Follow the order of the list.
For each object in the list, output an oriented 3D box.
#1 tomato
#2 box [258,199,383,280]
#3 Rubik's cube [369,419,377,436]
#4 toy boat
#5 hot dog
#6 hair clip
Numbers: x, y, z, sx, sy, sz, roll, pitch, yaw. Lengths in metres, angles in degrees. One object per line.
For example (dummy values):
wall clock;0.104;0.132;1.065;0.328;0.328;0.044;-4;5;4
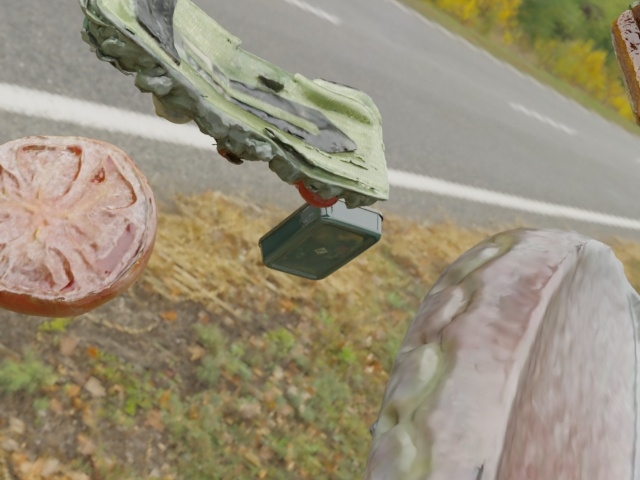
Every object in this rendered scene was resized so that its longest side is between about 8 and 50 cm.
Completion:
tomato;-0.302;-0.007;1.126;0.237;0.236;0.095;42;-25;19
box;0.000;0.000;1.035;0.091;0.126;0.031;18;54;-33
Rubik's cube;0.242;0.250;1.148;0.237;0.238;0.237;55;-15;-25
toy boat;0.065;0.088;0.384;0.155;0.085;0.227;60;41;-29
hot dog;0.381;-0.192;1.126;0.055;0.072;0.188;29;47;-48
hair clip;-0.071;-0.113;0.794;0.321;0.091;0.138;30;42;-38
